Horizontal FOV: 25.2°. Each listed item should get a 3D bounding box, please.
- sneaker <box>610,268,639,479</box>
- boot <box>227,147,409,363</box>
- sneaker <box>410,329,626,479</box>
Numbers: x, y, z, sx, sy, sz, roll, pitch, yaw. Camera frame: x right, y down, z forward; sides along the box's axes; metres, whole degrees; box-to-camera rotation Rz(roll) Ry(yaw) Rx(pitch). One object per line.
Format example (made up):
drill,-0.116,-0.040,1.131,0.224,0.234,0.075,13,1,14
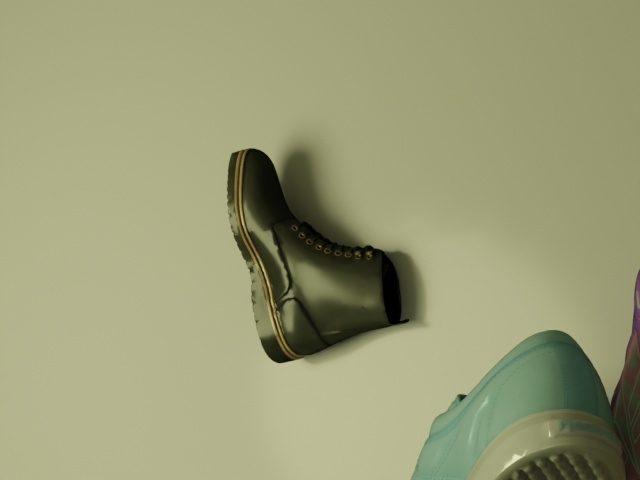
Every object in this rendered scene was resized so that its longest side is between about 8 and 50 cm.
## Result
sneaker,0.252,0.132,1.093,0.104,0.095,0.237,-10,78,46
boot,0.000,0.000,1.291,0.137,0.077,0.198,-16,89,27
sneaker,0.124,0.210,1.141,0.366,0.135,0.150,-53,23,40
